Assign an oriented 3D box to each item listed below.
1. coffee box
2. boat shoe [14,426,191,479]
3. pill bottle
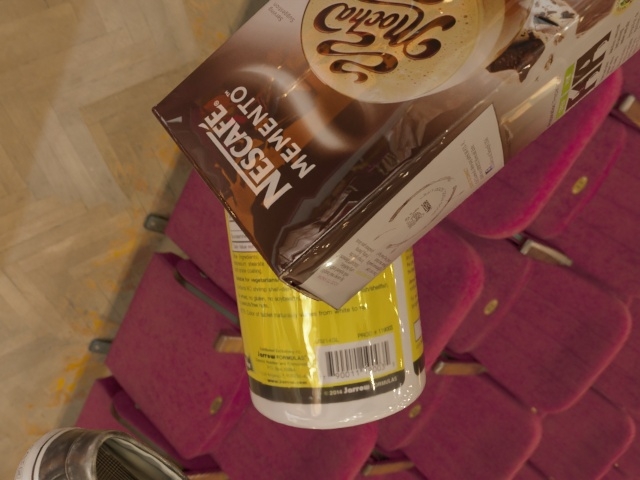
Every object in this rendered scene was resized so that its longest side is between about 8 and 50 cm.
[{"bbox_3d":[0.057,-0.114,0.378,0.297,0.168,0.119,-42,156,3],"label":"coffee box"},{"bbox_3d":[-0.149,0.309,0.533,0.119,0.121,0.335,-18,121,33],"label":"boat shoe"},{"bbox_3d":[0.000,0.000,0.560,0.188,0.188,0.334,-9,95,-31],"label":"pill bottle"}]
